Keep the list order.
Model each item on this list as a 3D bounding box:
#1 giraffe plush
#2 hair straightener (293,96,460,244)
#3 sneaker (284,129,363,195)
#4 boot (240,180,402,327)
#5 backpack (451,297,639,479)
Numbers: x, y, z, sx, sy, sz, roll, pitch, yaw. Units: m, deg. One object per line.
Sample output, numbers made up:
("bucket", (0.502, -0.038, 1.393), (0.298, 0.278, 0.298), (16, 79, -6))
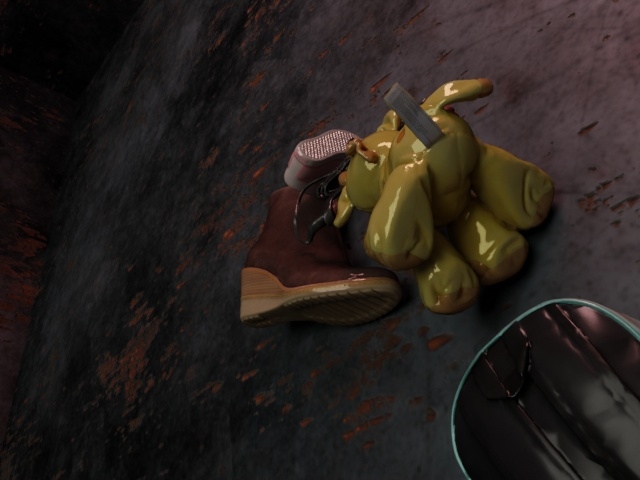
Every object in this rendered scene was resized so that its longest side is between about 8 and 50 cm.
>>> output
("giraffe plush", (0.087, -0.051, 0.562), (0.181, 0.210, 0.170), (-35, 17, -14))
("hair straightener", (0.054, -0.083, 0.683), (0.230, 0.047, 0.089), (-44, 37, 4))
("sneaker", (0.005, -0.100, 0.751), (0.051, 0.134, 0.070), (48, 131, 18))
("boot", (0.000, 0.000, 0.721), (0.249, 0.090, 0.206), (-12, 54, 39))
("backpack", (0.182, 0.133, 0.355), (0.188, 0.145, 0.165), (50, 118, 36))
